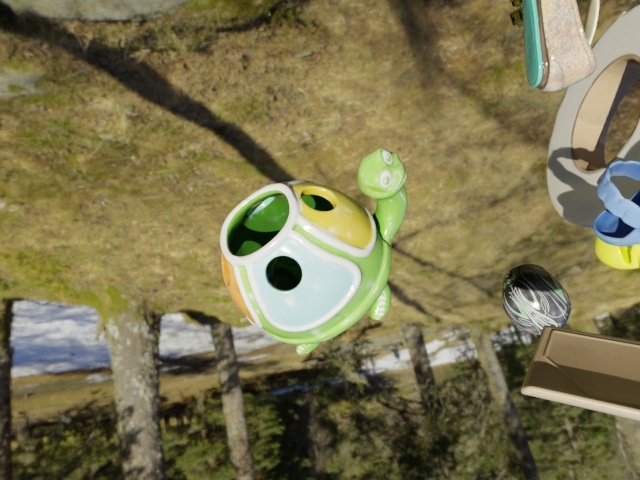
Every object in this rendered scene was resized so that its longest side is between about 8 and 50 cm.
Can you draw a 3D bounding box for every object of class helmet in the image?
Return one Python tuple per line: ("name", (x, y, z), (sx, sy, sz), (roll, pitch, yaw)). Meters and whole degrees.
("helmet", (0.547, 0.157, 1.480), (0.169, 0.162, 0.170), (-2, 128, -2))

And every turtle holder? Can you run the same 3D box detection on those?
("turtle holder", (-0.006, 0.017, 0.896), (0.320, 0.244, 0.227), (-15, 143, 27))

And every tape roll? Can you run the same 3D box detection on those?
("tape roll", (0.522, -0.207, 0.998), (0.071, 0.392, 0.392), (13, 156, -6))

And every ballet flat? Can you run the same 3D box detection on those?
("ballet flat", (0.332, -0.372, 0.822), (0.106, 0.316, 0.107), (-9, -172, 5))

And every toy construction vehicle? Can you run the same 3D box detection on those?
("toy construction vehicle", (0.458, -0.516, 1.277), (0.085, 0.098, 0.035), (-23, 139, 30))

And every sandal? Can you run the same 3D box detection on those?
("sandal", (0.475, -0.059, 0.705), (0.317, 0.126, 0.138), (-20, 120, 38))

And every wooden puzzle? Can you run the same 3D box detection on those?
("wooden puzzle", (0.441, 0.207, 0.891), (0.220, 0.044, 0.238), (8, -160, 28))
